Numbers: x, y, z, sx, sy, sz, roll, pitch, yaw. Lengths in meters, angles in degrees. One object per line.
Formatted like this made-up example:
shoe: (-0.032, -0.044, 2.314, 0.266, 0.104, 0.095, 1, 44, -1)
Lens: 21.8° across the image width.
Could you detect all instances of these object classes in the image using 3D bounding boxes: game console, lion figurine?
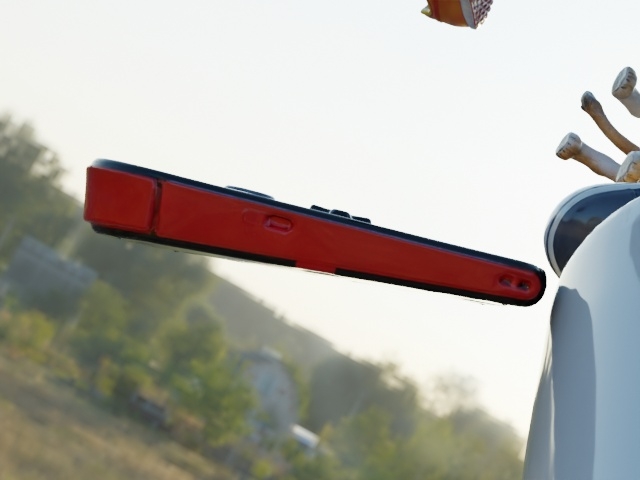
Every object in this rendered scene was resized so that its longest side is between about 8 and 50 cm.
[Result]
game console: (0.000, 0.000, 1.334, 0.342, 0.060, 0.386, 9, -1, 3)
lion figurine: (0.379, -0.054, 1.557, 0.240, 0.142, 0.392, 27, 14, -11)

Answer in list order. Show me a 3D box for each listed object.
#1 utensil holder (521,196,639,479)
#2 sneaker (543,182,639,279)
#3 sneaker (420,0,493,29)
utensil holder: (0.278, 0.182, 1.055, 0.328, 0.327, 0.385, 29, 37, -10)
sneaker: (0.335, 0.051, 1.332, 0.321, 0.126, 0.127, 25, 7, -4)
sneaker: (0.088, -0.226, 1.249, 0.067, 0.064, 0.175, 15, -37, 22)
